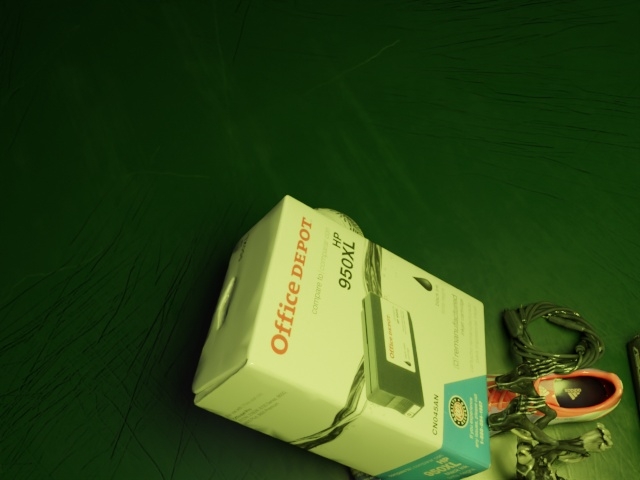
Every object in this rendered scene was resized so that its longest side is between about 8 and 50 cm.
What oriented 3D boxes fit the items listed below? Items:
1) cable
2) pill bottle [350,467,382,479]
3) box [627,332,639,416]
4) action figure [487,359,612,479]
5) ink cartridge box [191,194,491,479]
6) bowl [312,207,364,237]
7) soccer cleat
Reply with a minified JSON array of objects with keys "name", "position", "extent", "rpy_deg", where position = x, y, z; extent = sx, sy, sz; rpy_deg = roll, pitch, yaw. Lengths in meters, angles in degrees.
[{"name":"cable","position":[0.396,0.167,1.040],"extent":[0.150,0.047,0.184],"rpy_deg":[4,26,-5]},{"name":"pill bottle","position":[0.116,0.419,0.968],"extent":[0.094,0.094,0.169],"rpy_deg":[-20,65,-3]},{"name":"box","position":[0.676,0.335,0.946],"extent":[0.318,0.097,0.395],"rpy_deg":[-2,67,8]},{"name":"action figure","position":[0.343,0.322,0.896],"extent":[0.140,0.276,0.164],"rpy_deg":[-14,22,32]},{"name":"ink cartridge box","position":[0.048,0.158,0.913],"extent":[0.394,0.166,0.286],"rpy_deg":[28,47,-21]},{"name":"bowl","position":[0.000,0.000,1.177],"extent":[0.170,0.080,0.170],"rpy_deg":[-2,67,5]},{"name":"soccer cleat","position":[0.323,0.257,1.006],"extent":[0.318,0.116,0.109],"rpy_deg":[-7,65,3]}]
